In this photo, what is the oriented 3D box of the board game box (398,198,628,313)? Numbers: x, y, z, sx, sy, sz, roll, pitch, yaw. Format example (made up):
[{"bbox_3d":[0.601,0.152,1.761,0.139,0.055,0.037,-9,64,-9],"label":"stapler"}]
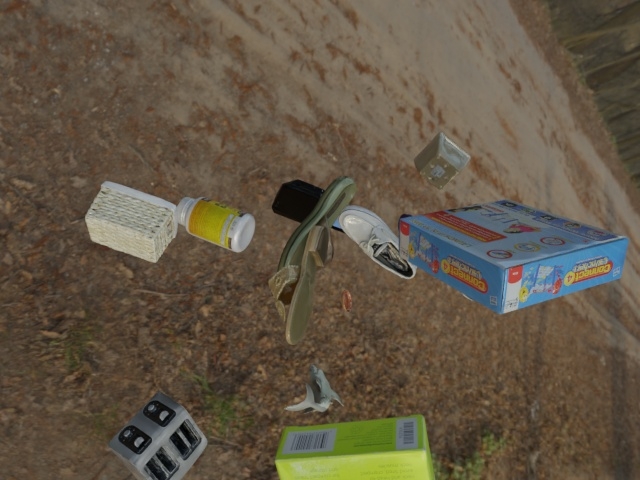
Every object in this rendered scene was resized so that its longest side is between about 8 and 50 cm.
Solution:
[{"bbox_3d":[0.364,0.013,1.041,0.302,0.308,0.086,-11,112,-23],"label":"board game box"}]

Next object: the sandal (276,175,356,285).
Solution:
[{"bbox_3d":[0.001,-0.001,1.104,0.303,0.086,0.120,-56,166,-9],"label":"sandal"}]

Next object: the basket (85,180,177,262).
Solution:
[{"bbox_3d":[-0.407,-0.037,1.135,0.167,0.113,0.103,20,55,0],"label":"basket"}]

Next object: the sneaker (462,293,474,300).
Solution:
[{"bbox_3d":[0.462,0.126,1.653,0.052,0.058,0.135,-15,60,-13],"label":"sneaker"}]

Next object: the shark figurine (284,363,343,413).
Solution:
[{"bbox_3d":[-0.021,0.513,1.663,0.166,0.116,0.278,52,9,2],"label":"shark figurine"}]

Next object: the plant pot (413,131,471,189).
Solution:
[{"bbox_3d":[0.309,-0.193,1.349,0.109,0.109,0.096,37,34,-7],"label":"plant pot"}]

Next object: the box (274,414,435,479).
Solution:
[{"bbox_3d":[0.039,0.220,0.396,0.042,0.109,0.178,-66,144,-69],"label":"box"}]

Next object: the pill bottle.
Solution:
[{"bbox_3d":[-0.306,-0.053,1.516,0.117,0.215,0.117,20,90,-76],"label":"pill bottle"}]

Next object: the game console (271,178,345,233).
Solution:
[{"bbox_3d":[0.024,-0.090,1.747,0.361,0.213,0.044,20,65,-10],"label":"game console"}]

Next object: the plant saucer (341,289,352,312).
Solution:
[{"bbox_3d":[0.094,0.222,1.919,0.083,0.013,0.083,-10,90,-67],"label":"plant saucer"}]

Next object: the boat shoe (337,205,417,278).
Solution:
[{"bbox_3d":[0.155,0.010,1.431,0.267,0.096,0.088,42,21,-10],"label":"boat shoe"}]

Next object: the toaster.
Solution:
[{"bbox_3d":[-0.382,0.490,1.254,0.168,0.110,0.185,-46,132,-34],"label":"toaster"}]

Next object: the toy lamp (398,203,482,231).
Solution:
[{"bbox_3d":[0.333,-0.048,1.325,0.275,0.080,0.080,-7,83,-22],"label":"toy lamp"}]

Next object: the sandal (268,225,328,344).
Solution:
[{"bbox_3d":[-0.052,0.074,0.942,0.088,0.079,0.240,69,31,-51],"label":"sandal"}]
